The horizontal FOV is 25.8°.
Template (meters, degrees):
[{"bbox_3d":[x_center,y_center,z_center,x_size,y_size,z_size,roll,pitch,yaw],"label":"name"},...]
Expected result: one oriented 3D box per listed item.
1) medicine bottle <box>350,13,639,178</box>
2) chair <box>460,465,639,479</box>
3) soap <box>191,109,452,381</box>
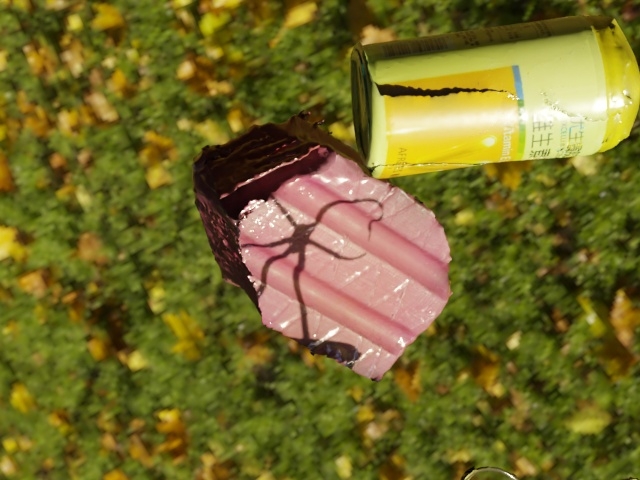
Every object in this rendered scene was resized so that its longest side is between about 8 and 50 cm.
[{"bbox_3d":[0.148,-0.121,1.170,0.124,0.239,0.124,174,90,-87],"label":"medicine bottle"},{"bbox_3d":[0.109,0.262,1.120,0.170,0.160,0.325,-109,35,-56],"label":"chair"},{"bbox_3d":[0.000,0.000,1.273,0.182,0.289,0.112,-53,43,9],"label":"soap"}]
